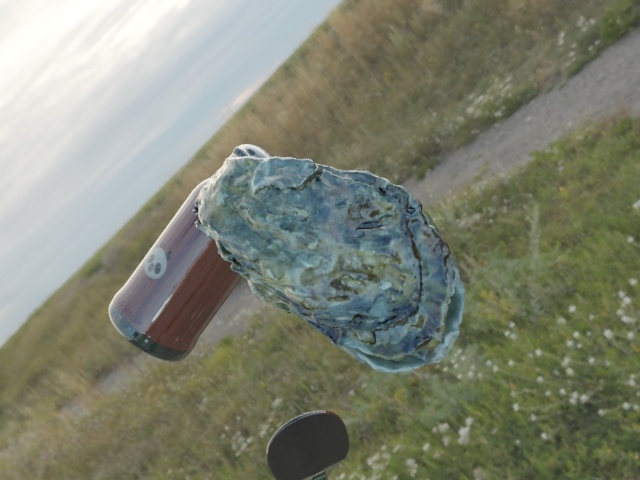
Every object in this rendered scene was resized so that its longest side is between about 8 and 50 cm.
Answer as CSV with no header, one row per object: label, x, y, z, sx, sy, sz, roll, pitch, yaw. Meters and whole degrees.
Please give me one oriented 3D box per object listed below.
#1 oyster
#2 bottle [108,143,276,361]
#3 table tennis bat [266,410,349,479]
oyster,-0.006,0.000,0.824,0.162,0.350,0.158,-45,-32,-25
bottle,-0.166,0.012,1.169,0.336,0.144,0.144,-53,8,11
table tennis bat,-0.012,0.406,1.429,0.154,0.274,0.021,-23,39,-10
